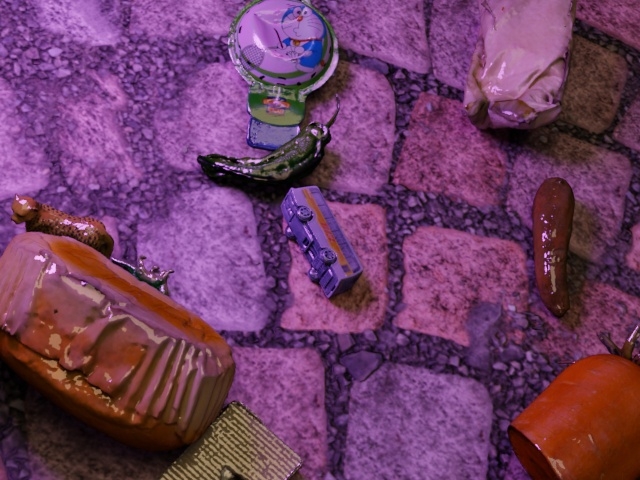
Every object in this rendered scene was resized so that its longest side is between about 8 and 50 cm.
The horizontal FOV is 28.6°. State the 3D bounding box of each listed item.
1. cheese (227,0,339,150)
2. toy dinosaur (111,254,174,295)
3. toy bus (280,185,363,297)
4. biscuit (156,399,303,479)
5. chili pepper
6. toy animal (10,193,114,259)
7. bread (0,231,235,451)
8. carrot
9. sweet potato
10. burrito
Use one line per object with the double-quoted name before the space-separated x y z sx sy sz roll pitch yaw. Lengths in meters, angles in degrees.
"cheese" -0.068 -0.307 2.227 0.203 0.083 0.321 9 69 -9
"toy dinosaur" -0.280 0.058 1.977 0.119 0.029 0.060 24 67 2
"toy bus" 0.000 0.000 2.066 0.075 0.064 0.190 -13 62 -35
"biscuit" -0.149 0.358 1.806 0.147 0.046 0.250 38 56 9
"chili pepper" -0.065 -0.148 2.138 0.278 0.065 0.122 -23 71 -21
"toy animal" -0.383 -0.007 1.922 0.181 0.136 0.073 20 55 -3
"bread" -0.313 0.145 1.798 0.388 0.183 0.236 32 11 11
"carrot" 0.424 0.282 1.919 0.331 0.214 0.193 -38 91 -25
"sweet potato" 0.400 0.005 2.162 0.075 0.075 0.273 11 58 -8
"burrito" 0.362 -0.325 2.322 0.190 0.135 0.332 11 59 3
